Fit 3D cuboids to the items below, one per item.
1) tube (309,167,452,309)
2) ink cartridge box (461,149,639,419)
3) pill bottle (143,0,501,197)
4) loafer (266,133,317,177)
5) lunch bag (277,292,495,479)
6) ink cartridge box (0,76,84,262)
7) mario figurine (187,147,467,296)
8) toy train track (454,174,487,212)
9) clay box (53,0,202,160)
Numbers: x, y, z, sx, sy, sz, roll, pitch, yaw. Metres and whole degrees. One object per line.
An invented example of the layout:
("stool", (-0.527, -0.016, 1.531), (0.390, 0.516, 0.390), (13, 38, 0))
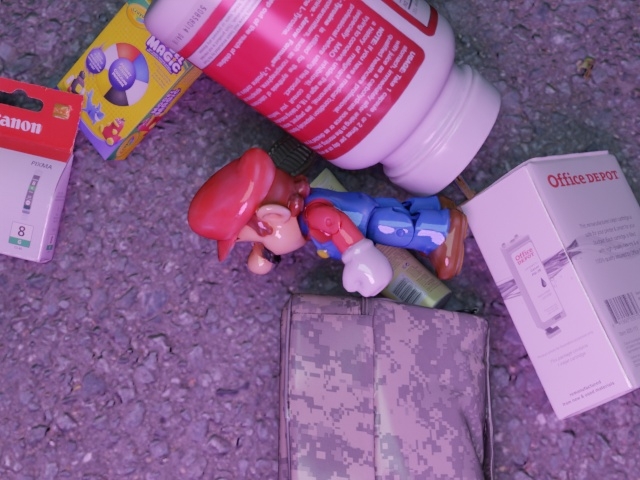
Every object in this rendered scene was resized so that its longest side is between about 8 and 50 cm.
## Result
("tube", (0.063, 0.011, 1.400), (0.240, 0.062, 0.070), (41, 38, 15))
("ink cartridge box", (0.320, 0.047, 1.297), (0.207, 0.117, 0.283), (-9, 71, -45))
("pill bottle", (0.012, -0.234, 1.315), (0.407, 0.229, 0.229), (35, 80, -16))
("loafer", (-0.057, -0.086, 1.425), (0.056, 0.050, 0.148), (44, 84, 8))
("lunch bag", (0.079, 0.223, 1.253), (0.256, 0.212, 0.305), (1, 68, -1))
("ink cartridge box", (-0.421, -0.100, 1.416), (0.181, 0.056, 0.225), (13, 96, 6))
("mario figurine", (0.000, 0.000, 1.290), (0.320, 0.198, 0.170), (8, 70, -7))
("toy train track", (0.193, -0.066, 1.430), (0.048, 0.014, 0.083), (-33, 72, 2))
("clay box", (-0.240, -0.225, 1.416), (0.222, 0.053, 0.127), (-45, 78, 22))
